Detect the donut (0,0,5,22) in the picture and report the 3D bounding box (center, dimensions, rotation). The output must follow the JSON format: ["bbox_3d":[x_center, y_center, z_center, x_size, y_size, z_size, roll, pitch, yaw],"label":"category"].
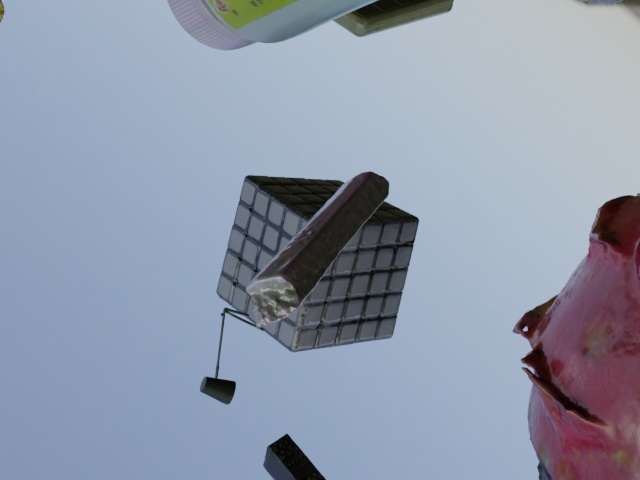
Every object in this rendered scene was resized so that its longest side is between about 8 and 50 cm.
[{"bbox_3d":[-0.337,-0.238,1.030,0.146,0.078,0.181,49,173,4],"label":"donut"}]

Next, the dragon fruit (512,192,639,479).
[{"bbox_3d":[0.337,0.064,0.932,0.371,0.249,0.386,-8,-157,-10],"label":"dragon fruit"}]

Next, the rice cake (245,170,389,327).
[{"bbox_3d":[0.000,0.000,1.573,0.056,0.072,0.365,59,-146,-11],"label":"rice cake"}]

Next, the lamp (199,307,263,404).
[{"bbox_3d":[-0.121,0.147,1.526,0.054,0.121,0.041,19,-168,-18],"label":"lamp"}]

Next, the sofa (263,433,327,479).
[{"bbox_3d":[-0.028,0.329,1.654,0.039,0.060,0.118,-28,-118,-30],"label":"sofa"}]

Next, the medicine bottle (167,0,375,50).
[{"bbox_3d":[-0.030,-0.251,1.053,0.139,0.225,0.139,6,-100,-36],"label":"medicine bottle"}]

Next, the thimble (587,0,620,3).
[{"bbox_3d":[0.294,-0.338,1.287,0.151,0.127,0.118,49,-144,-13],"label":"thimble"}]

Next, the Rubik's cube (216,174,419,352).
[{"bbox_3d":[-0.005,0.033,2.073,0.237,0.238,0.237,-2,-158,-39],"label":"Rubik's cube"}]

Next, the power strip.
[{"bbox_3d":[0.080,-0.270,1.356,0.169,0.028,0.076,-24,-131,-37],"label":"power strip"}]
